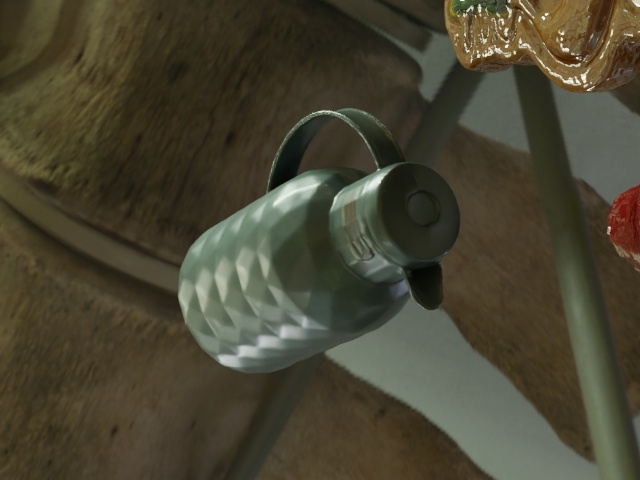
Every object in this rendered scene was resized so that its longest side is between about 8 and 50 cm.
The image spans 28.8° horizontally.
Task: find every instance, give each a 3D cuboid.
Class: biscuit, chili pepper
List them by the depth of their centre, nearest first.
[{"bbox_3d":[0.169,-0.200,0.813,0.047,0.334,0.202,3,-79,-24],"label":"biscuit"},{"bbox_3d":[0.367,-0.031,1.187,0.134,0.338,0.131,-18,-100,1],"label":"chili pepper"}]

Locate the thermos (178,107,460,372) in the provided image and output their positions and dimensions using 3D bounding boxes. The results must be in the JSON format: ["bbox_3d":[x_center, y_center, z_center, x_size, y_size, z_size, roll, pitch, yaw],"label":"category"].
[{"bbox_3d":[0.000,0.000,1.025,0.145,0.286,0.182,-9,-102,-34],"label":"thermos"}]
